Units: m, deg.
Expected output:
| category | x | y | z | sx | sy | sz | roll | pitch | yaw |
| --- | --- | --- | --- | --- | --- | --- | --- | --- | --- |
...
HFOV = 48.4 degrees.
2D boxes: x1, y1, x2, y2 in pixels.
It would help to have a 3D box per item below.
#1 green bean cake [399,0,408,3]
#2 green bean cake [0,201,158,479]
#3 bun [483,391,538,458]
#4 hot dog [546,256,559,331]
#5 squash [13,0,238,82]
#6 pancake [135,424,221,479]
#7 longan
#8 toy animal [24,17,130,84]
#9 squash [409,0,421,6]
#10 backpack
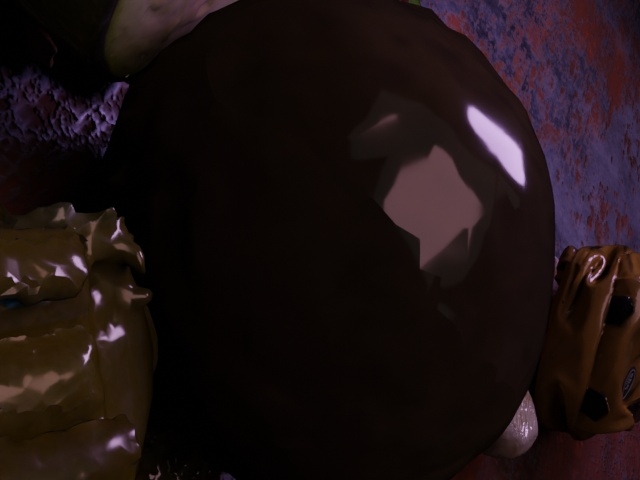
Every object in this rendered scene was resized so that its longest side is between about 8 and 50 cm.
| category | x | y | z | sx | sy | sz | roll | pitch | yaw |
| --- | --- | --- | --- | --- | --- | --- | --- | --- | --- |
| green bean cake | 0.060 | -0.306 | 0.995 | 0.198 | 0.097 | 0.232 | -46 | 129 | -45 |
| green bean cake | -0.223 | 0.050 | 0.421 | 0.202 | 0.310 | 0.284 | -5 | 82 | -47 |
| bun | 0.234 | 0.227 | 1.028 | 0.183 | 0.102 | 0.183 | 36 | 40 | -37 |
| hot dog | 0.368 | 0.113 | 1.254 | 0.252 | 0.069 | 0.131 | -53 | 125 | -41 |
| squash | -0.215 | -0.344 | 0.543 | 0.384 | 0.263 | 0.263 | 44 | 44 | -2 |
| pancake | -0.188 | 0.248 | 0.584 | 0.197 | 0.054 | 0.376 | 59 | 40 | -13 |
| longan | -0.003 | -0.009 | 0.617 | 0.404 | 0.404 | 0.435 | 38 | 35 | -33 |
| toy animal | -0.217 | -0.245 | 0.720 | 0.179 | 0.089 | 0.188 | -39 | 105 | -53 |
| squash | 0.097 | -0.361 | 1.095 | 0.107 | 0.107 | 0.394 | -29 | 99 | -49 |
| backpack | 0.488 | 0.165 | 1.198 | 0.378 | 0.201 | 0.353 | -4 | 109 | -59 |
